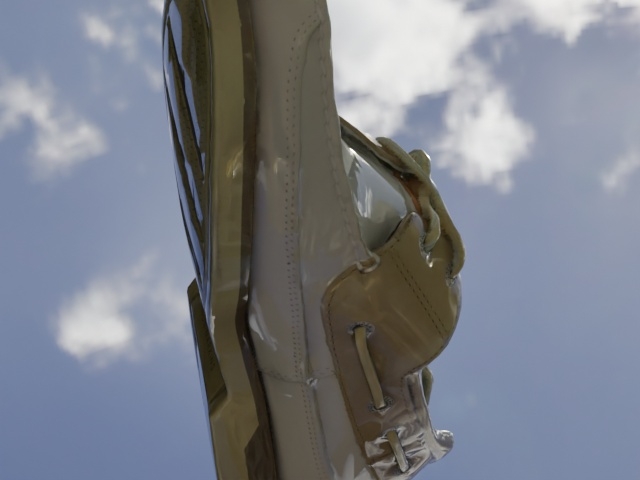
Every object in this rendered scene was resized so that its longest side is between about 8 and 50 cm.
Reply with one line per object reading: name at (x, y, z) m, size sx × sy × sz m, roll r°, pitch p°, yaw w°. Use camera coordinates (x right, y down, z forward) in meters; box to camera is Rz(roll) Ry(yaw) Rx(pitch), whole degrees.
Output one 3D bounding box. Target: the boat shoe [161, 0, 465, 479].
boat shoe at (0.000, 0.000, 0.729) m, size 0.103 × 0.302 × 0.113 m, roll -9°, pitch -127°, yaw -6°
